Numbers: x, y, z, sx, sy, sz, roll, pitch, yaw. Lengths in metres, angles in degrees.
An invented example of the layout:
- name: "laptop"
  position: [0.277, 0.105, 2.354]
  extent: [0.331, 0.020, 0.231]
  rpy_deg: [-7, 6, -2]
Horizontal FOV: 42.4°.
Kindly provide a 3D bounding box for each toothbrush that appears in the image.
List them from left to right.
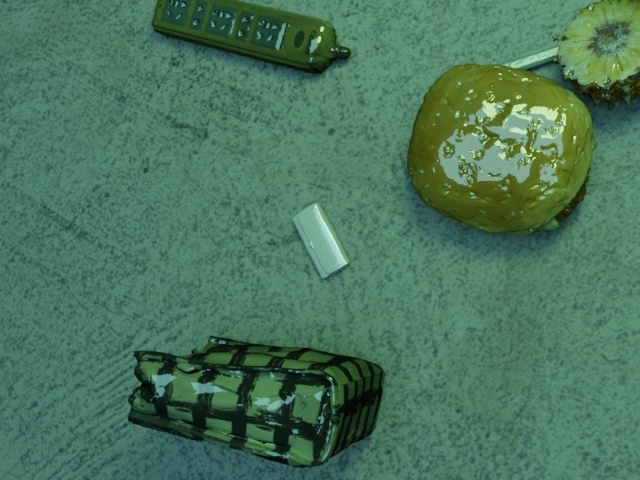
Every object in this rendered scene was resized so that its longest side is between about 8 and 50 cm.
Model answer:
- name: "toothbrush"
  position: [0.436, -0.319, 1.313]
  extent: [0.342, 0.030, 0.025]
  rpy_deg: [-17, 79, 15]

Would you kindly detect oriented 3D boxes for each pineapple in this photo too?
- name: "pineapple"
  position: [0.459, -0.270, 1.255]
  extent: [0.176, 0.137, 0.161]
  rpy_deg: [-26, 57, 21]

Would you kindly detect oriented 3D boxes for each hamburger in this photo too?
- name: "hamburger"
  position: [0.281, -0.141, 1.294]
  extent: [0.283, 0.144, 0.260]
  rpy_deg: [12, 87, 12]

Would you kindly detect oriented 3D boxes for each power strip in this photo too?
- name: "power strip"
  position: [-0.126, -0.374, 1.469]
  extent: [0.387, 0.066, 0.092]
  rpy_deg: [17, 94, 17]

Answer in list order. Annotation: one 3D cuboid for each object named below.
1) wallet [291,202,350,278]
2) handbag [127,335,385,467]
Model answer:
- name: "wallet"
  position: [0.000, 0.000, 1.429]
  extent: [0.061, 0.025, 0.122]
  rpy_deg: [-31, 79, 20]
- name: "handbag"
  position: [-0.090, 0.237, 1.284]
  extent: [0.327, 0.325, 0.163]
  rpy_deg: [10, 87, 17]
